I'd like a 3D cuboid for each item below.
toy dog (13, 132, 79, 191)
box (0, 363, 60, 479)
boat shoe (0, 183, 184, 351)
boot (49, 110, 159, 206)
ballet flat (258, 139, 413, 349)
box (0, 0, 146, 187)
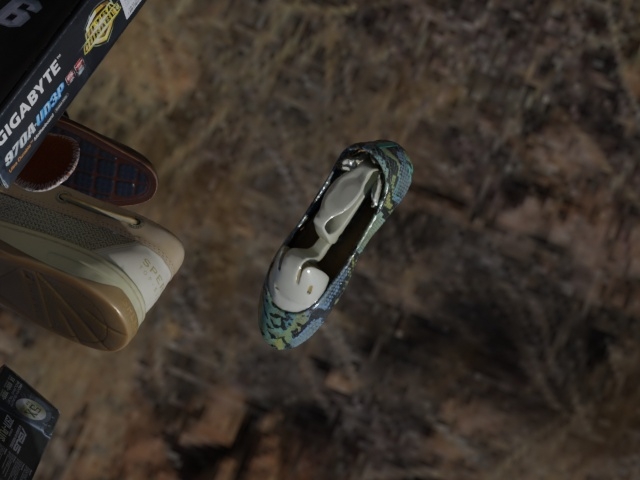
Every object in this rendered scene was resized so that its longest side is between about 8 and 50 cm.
[{"bbox_3d":[-0.274,-0.053,1.185,0.220,0.333,0.161,14,137,-25],"label":"toy dog"},{"bbox_3d":[-0.340,0.226,1.695,0.147,0.180,0.077,-38,108,26],"label":"box"},{"bbox_3d":[-0.244,-0.018,1.349,0.302,0.098,0.109,22,145,22],"label":"boat shoe"},{"bbox_3d":[-0.234,-0.099,1.599,0.219,0.106,0.082,17,122,8],"label":"boot"},{"bbox_3d":[0.000,0.000,1.386,0.070,0.188,0.070,30,-173,-4],"label":"ballet flat"},{"bbox_3d":[-0.225,-0.140,1.053,0.220,0.175,0.051,21,153,26],"label":"box"}]
